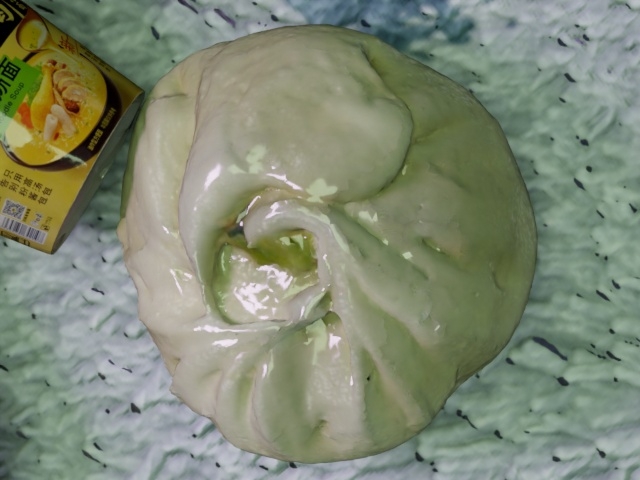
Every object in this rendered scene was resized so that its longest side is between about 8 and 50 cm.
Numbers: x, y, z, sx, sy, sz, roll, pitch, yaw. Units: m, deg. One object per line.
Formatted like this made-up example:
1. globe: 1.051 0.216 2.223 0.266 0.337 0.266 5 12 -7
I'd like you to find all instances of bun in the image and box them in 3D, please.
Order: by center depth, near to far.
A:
1. bun: 0.000 0.000 1.035 0.259 0.160 0.259 0 88 7

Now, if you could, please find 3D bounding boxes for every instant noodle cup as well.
1. instant noodle cup: -0.184 -0.067 1.075 0.122 0.151 0.151 31 95 -4
